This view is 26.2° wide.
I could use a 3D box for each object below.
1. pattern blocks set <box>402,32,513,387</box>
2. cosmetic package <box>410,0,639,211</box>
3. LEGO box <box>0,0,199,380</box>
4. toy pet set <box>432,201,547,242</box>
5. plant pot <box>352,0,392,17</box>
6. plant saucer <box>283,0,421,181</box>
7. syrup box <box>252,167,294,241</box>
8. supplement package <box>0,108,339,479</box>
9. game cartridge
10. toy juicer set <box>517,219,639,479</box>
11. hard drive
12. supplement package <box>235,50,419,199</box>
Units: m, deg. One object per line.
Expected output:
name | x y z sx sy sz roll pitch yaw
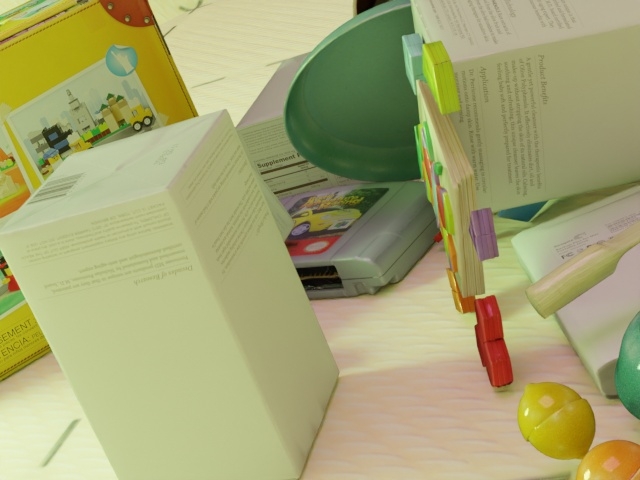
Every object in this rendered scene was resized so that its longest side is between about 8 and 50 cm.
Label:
pattern blocks set | 0.118 -0.046 1.267 0.026 0.285 0.325 -11 26 -1
cosmetic package | 0.292 -0.168 1.383 0.365 0.197 0.155 -11 38 -1
LEGO box | -0.393 -0.065 1.711 0.500 0.372 0.193 -31 22 -21
toy pet set | 0.199 -0.037 1.505 0.122 0.065 0.114 -43 -6 -48
plant pot | 0.151 -0.342 2.070 0.237 0.237 0.254 -24 7 -3
plant saucer | 0.112 -0.175 1.538 0.317 0.317 0.043 -19 58 11
syrup box | -0.137 0.038 1.498 0.093 0.096 0.237 -1 47 44
supplement package | -0.127 0.064 1.234 0.175 0.293 0.177 -14 22 20
game cartridge | 0.000 0.000 1.600 0.294 0.060 0.196 -5 23 38
toy juicer set | 0.251 0.098 1.041 0.209 0.089 0.329 -22 34 13
hard drive | 0.303 0.026 1.238 0.203 0.040 0.307 -22 21 3
supplement package | 0.032 -0.159 1.819 0.204 0.145 0.262 -15 22 21
